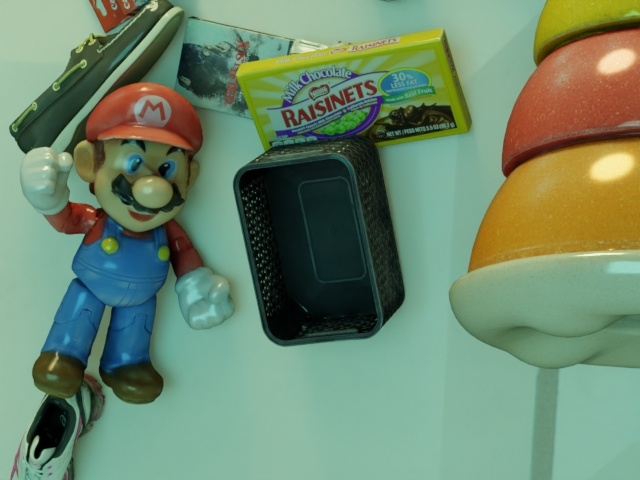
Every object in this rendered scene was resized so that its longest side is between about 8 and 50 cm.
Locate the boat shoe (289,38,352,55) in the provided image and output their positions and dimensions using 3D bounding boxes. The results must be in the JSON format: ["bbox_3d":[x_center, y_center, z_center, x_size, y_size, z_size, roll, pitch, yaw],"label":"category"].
[{"bbox_3d":[0.020,-0.176,1.615,0.100,0.035,0.035,8,72,11],"label":"boat shoe"}]

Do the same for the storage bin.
[{"bbox_3d":[0.000,0.000,1.597,0.122,0.084,0.180,-7,102,20],"label":"storage bin"}]

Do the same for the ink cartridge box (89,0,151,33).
[{"bbox_3d":[-0.188,-0.261,1.682,0.115,0.029,0.063,-28,86,19],"label":"ink cartridge box"}]

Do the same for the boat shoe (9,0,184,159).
[{"bbox_3d":[-0.227,-0.163,1.677,0.069,0.081,0.228,46,110,6],"label":"boat shoe"}]

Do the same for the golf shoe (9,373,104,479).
[{"bbox_3d":[-0.288,0.225,1.736,0.067,0.086,0.186,24,104,14],"label":"golf shoe"}]

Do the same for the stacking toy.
[{"bbox_3d":[0.293,-0.137,1.426,0.350,0.350,0.480,-1,77,19],"label":"stacking toy"}]

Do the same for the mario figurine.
[{"bbox_3d":[-0.187,0.007,1.627,0.170,0.198,0.321,20,106,29],"label":"mario figurine"}]

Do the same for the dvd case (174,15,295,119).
[{"bbox_3d":[-0.084,-0.167,1.663,0.119,0.013,0.087,15,100,16],"label":"dvd case"}]

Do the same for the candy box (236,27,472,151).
[{"bbox_3d":[0.031,-0.135,1.595,0.205,0.027,0.105,-8,121,20],"label":"candy box"}]
